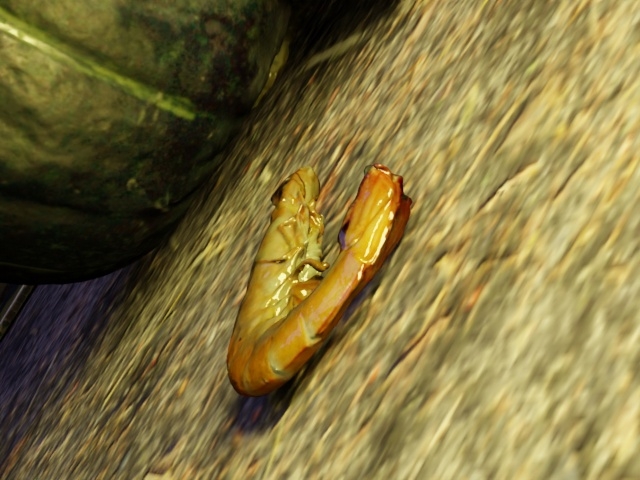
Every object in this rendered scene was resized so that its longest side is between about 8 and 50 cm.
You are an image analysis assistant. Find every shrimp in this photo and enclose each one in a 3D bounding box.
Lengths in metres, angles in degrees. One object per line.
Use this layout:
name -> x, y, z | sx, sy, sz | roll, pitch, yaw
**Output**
shrimp -> 0.000, 0.000, 0.668 | 0.091, 0.025, 0.127 | -50, 19, 28

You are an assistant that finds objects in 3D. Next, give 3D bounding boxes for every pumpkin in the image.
pumpkin -> -0.132, -0.132, 0.970 | 0.323, 0.241, 0.323 | -57, 8, 12

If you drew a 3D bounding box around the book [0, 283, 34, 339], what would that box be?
book -> -0.205, -0.005, 1.474 | 0.192, 0.013, 0.168 | -59, 13, -5
